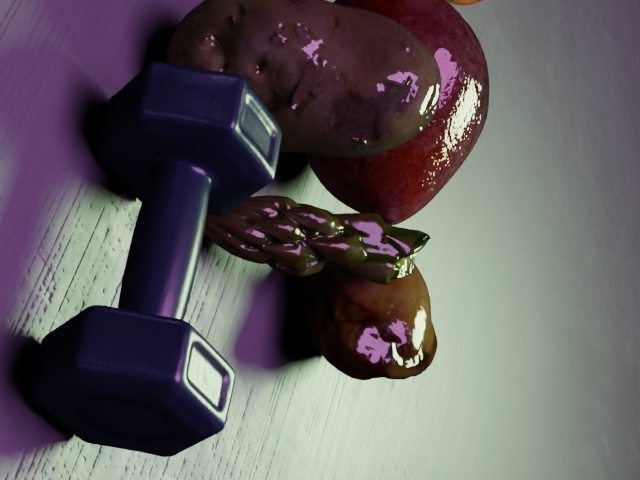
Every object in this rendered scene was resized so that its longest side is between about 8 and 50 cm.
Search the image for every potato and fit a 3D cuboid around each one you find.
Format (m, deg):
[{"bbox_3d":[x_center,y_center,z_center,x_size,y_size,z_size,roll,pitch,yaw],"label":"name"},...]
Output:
[{"bbox_3d":[-0.017,-0.150,1.532,0.262,0.165,0.165,11,69,-21],"label":"potato"}]

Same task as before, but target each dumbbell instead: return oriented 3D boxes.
[{"bbox_3d":[-0.128,0.012,1.351,0.143,0.156,0.316,27,55,-25],"label":"dumbbell"}]

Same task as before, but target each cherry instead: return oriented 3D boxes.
[{"bbox_3d":[0.063,-0.142,1.723,0.239,0.206,0.239,-52,167,-17],"label":"cherry"}]

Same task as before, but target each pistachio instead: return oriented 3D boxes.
[{"bbox_3d":[0.048,0.080,1.710,0.165,0.130,0.210,32,18,-3],"label":"pistachio"}]

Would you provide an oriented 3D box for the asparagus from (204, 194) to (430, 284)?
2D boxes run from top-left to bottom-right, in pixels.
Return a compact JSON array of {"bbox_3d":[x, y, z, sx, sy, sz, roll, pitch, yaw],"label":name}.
[{"bbox_3d":[0.000,0.000,1.593,0.287,0.080,0.080,11,71,-31],"label":"asparagus"}]

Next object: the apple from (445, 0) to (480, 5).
[{"bbox_3d":[0.178,-0.379,2.053,0.139,0.163,0.163,38,50,-40],"label":"apple"}]
